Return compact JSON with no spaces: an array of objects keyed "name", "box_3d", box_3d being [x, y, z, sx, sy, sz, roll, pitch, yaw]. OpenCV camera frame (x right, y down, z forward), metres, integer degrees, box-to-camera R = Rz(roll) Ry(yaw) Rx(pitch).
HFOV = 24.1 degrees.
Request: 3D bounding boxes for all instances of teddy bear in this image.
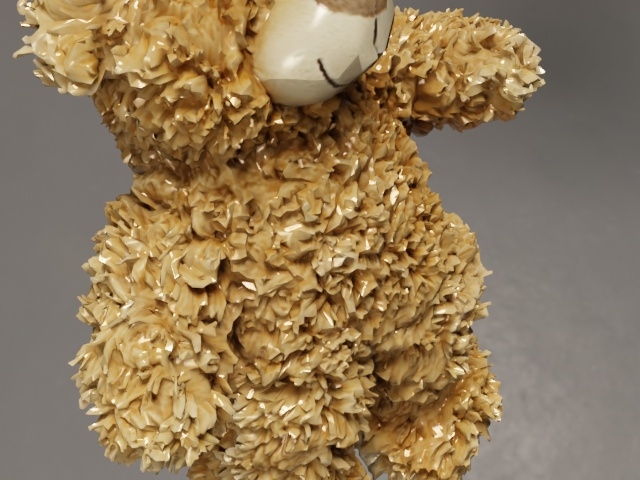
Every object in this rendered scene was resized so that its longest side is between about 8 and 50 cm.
[{"name":"teddy bear","box_3d":[0.000,0.000,0.606,0.245,0.338,0.113,-15,27,-32]}]
